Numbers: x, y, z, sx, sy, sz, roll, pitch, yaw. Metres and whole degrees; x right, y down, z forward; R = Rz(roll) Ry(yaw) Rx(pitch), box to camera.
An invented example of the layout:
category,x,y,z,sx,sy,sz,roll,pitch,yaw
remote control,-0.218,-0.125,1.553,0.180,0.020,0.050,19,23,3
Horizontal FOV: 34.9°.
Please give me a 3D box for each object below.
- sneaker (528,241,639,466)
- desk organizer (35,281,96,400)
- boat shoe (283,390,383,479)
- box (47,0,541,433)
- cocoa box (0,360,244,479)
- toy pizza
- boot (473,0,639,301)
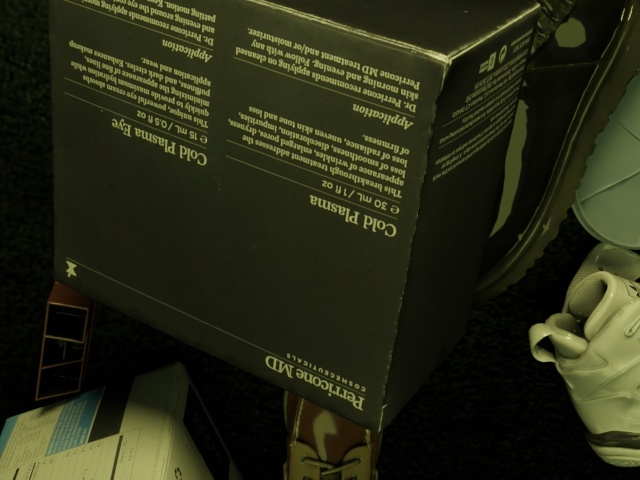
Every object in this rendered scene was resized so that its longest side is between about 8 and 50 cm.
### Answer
category,x,y,z,sx,sy,sz,roll,pitch,yaw
sneaker,0.397,0.079,1.041,0.365,0.137,0.210,-34,117,18
desk organizer,-0.271,0.109,1.080,0.047,0.050,0.130,10,117,-8
boat shoe,0.015,0.259,1.134,0.123,0.116,0.325,0,118,-3
box,-0.038,-0.072,0.834,0.343,0.179,0.313,23,123,22
cocoa box,-0.196,0.356,1.112,0.227,0.231,0.347,-18,117,8
toy pizza,0.330,-0.086,1.001,0.201,0.032,0.201,-7,116,-14
boot,0.117,-0.133,0.919,0.260,0.131,0.348,20,105,-20
